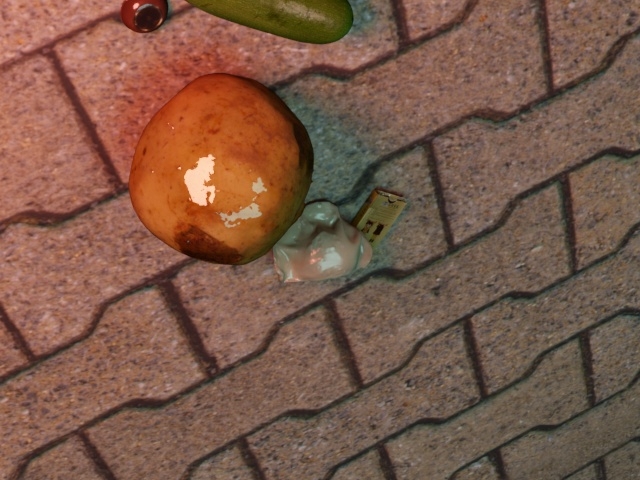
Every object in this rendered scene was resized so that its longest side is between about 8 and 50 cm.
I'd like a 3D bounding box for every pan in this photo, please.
[{"bbox_3d":[-0.224,-0.329,1.762,0.115,0.023,0.068,-47,135,14],"label":"pan"}]

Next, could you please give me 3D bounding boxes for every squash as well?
[{"bbox_3d":[-0.100,-0.346,1.770,0.379,0.101,0.101,14,119,-42],"label":"squash"}]

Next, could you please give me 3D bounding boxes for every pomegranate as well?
[{"bbox_3d":[-0.139,-0.099,1.844,0.281,0.281,0.281,-17,135,-18],"label":"pomegranate"}]

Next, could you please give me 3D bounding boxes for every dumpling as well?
[{"bbox_3d":[0.002,0.000,2.166,0.169,0.100,0.134,-6,97,1],"label":"dumpling"}]

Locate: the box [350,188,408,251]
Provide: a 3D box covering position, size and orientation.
[{"bbox_3d":[0.086,-0.024,2.237,0.073,0.020,0.149,16,118,-39],"label":"box"}]
